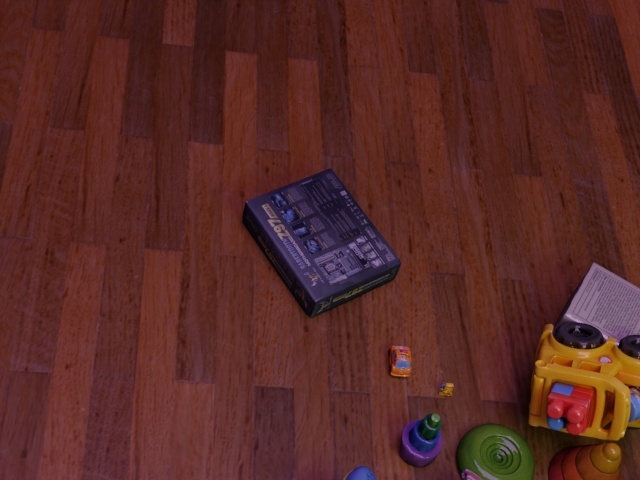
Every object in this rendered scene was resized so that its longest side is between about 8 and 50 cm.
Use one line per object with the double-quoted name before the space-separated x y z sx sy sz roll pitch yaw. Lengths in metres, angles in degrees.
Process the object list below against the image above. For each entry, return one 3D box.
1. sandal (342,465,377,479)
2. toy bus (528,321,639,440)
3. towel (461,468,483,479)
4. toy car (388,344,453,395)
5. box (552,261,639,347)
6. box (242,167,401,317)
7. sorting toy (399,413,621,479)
"sandal" 0.144 0.445 1.512 0.138 0.126 0.317 -40 72 12
"toy bus" 0.427 0.239 1.674 0.220 0.149 0.211 10 22 18
"towel" 0.257 0.420 1.562 0.144 0.029 0.197 40 17 -5
"toy car" 0.168 0.205 1.773 0.122 0.040 0.060 20 52 3
"box" 0.550 0.189 1.822 0.311 0.121 0.148 32 53 11
"box" 0.000 0.000 1.875 0.183 0.059 0.232 -23 63 -27
"sorting toy" 0.310 0.321 1.666 0.365 0.126 0.127 13 52 -5
